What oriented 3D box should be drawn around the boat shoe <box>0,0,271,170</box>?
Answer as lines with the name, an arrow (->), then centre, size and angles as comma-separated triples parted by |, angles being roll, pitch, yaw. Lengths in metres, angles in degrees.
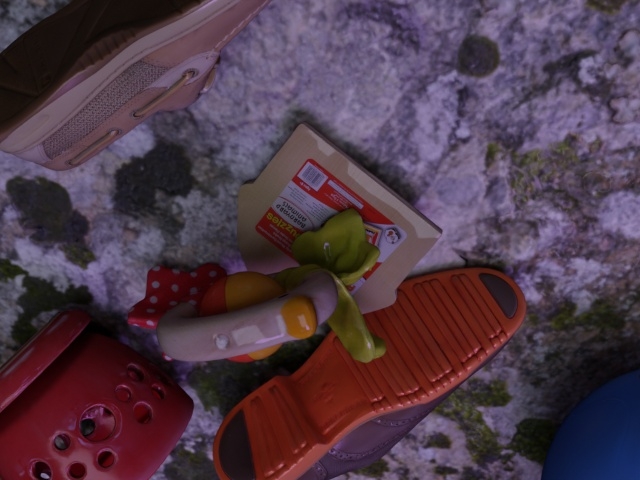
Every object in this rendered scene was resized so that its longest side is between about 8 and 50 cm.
boat shoe -> -0.146, -0.175, 0.682 | 0.341, 0.121, 0.110 | -28, 149, 18

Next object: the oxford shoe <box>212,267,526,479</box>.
oxford shoe -> 0.061, 0.156, 0.843 | 0.364, 0.129, 0.133 | -32, 144, 9

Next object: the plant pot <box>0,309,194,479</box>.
plant pot -> -0.256, 0.180, 0.813 | 0.191, 0.191, 0.174 | -40, 100, 19

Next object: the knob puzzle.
knob puzzle -> 0.000, 0.000, 0.794 | 0.213, 0.030, 0.213 | 8, 119, 14

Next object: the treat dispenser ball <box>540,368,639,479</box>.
treat dispenser ball -> 0.364, 0.264, 0.767 | 0.289, 0.288, 0.288 | 1, 116, 2

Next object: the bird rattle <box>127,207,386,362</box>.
bird rattle -> -0.070, 0.054, 0.721 | 0.254, 0.207, 0.143 | -4, 97, 11
